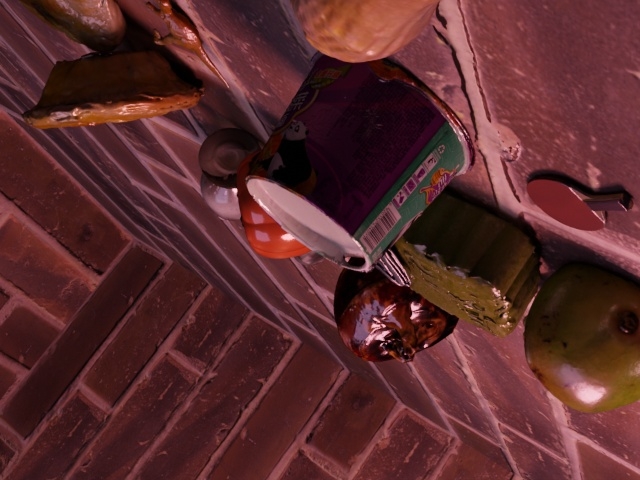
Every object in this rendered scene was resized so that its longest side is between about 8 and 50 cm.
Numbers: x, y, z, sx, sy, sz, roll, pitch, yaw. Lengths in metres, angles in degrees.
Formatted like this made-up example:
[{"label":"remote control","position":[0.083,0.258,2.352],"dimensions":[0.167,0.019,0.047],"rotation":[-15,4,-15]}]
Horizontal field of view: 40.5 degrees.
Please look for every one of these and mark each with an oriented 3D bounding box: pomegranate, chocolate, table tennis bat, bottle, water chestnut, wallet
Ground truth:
[{"label":"pomegranate","position":[0.341,0.135,1.167],"dimensions":[0.240,0.159,0.190],"rotation":[25,161,48]},{"label":"chocolate","position":[0.060,-0.231,0.703],"dimensions":[0.134,0.134,0.309],"rotation":[39,162,-10]},{"label":"table tennis bat","position":[0.295,-0.043,0.988],"dimensions":[0.095,0.014,0.158],"rotation":[42,168,-16]},{"label":"bottle","position":[0.000,0.000,1.737],"dimensions":[0.095,0.080,0.253],"rotation":[-1,170,-12]},{"label":"water chestnut","position":[0.131,0.116,1.477],"dimensions":[0.224,0.223,0.238],"rotation":[51,-168,-47]},{"label":"wallet","position":[0.077,0.020,1.277],"dimensions":[0.088,0.026,0.129],"rotation":[51,171,-35]}]

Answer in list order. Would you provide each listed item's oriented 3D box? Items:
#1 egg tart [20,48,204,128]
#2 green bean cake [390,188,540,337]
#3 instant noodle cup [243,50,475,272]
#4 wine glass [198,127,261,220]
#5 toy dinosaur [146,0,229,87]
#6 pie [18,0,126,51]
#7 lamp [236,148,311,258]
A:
[{"label":"egg tart","position":[-0.356,-0.257,1.467],"dimensions":[0.315,0.314,0.120],"rotation":[9,110,62]},{"label":"green bean cake","position":[0.203,0.028,1.239],"dimensions":[0.214,0.113,0.200],"rotation":[32,164,25]},{"label":"instant noodle cup","position":[0.037,-0.089,1.088],"dimensions":[0.251,0.190,0.251],"rotation":[34,166,10]},{"label":"wine glass","position":[-0.169,-0.117,1.650],"dimensions":[0.126,0.126,0.241],"rotation":[35,163,5]},{"label":"toy dinosaur","position":[-0.189,-0.297,1.280],"dimensions":[0.162,0.039,0.126],"rotation":[36,165,-6]},{"label":"pie","position":[-0.459,-0.426,1.429],"dimensions":[0.337,0.075,0.337],"rotation":[32,166,9]},{"label":"lamp","position":[-0.055,-0.065,1.442],"dimensions":[0.187,0.163,0.188],"rotation":[169,90,-87]}]
